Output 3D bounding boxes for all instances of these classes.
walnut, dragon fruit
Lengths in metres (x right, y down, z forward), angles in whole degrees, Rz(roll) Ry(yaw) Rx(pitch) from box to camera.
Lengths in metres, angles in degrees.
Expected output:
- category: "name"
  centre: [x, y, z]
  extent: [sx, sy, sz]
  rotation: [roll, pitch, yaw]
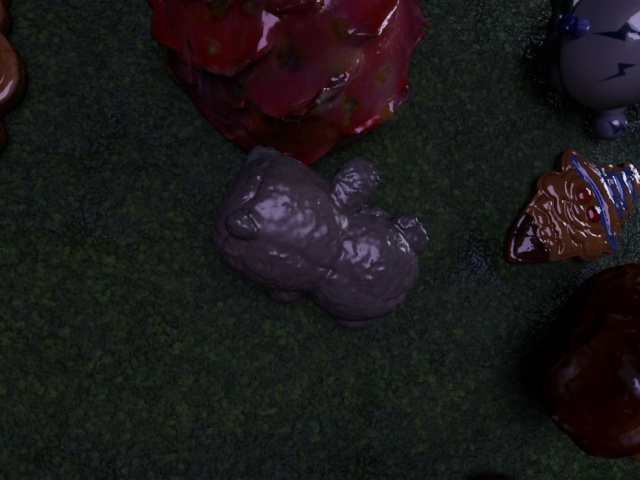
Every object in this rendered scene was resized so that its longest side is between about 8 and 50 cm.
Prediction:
- category: "walnut"
  centre: [0.439, 0.175, 0.585]
  extent: [0.243, 0.222, 0.269]
  rotation: [37, 95, 4]
- category: "dragon fruit"
  centre: [-0.037, -0.301, 0.545]
  extent: [0.370, 0.249, 0.387]
  rotation: [-2, 83, -4]

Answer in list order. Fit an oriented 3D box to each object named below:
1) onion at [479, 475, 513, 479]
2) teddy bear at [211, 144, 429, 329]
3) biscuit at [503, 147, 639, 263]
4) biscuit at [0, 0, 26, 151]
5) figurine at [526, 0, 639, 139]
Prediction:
- category: "onion"
  centre: [0.259, 0.392, 0.595]
  extent: [0.115, 0.105, 0.115]
  rotation: [-1, 43, 1]
- category: "teddy bear"
  centre: [-0.001, 0.000, 0.547]
  extent: [0.267, 0.151, 0.236]
  rotation: [20, 118, -19]
- category: "biscuit"
  centre: [0.408, -0.047, 0.688]
  extent: [0.280, 0.043, 0.183]
  rotation: [-30, 87, -13]
- category: "biscuit"
  centre: [-0.500, -0.237, 0.555]
  extent: [0.201, 0.047, 0.334]
  rotation: [-7, 86, -10]
- category: "figurine"
  centre: [0.516, -0.285, 0.650]
  extent: [0.381, 0.186, 0.261]
  rotation: [11, 92, -2]
